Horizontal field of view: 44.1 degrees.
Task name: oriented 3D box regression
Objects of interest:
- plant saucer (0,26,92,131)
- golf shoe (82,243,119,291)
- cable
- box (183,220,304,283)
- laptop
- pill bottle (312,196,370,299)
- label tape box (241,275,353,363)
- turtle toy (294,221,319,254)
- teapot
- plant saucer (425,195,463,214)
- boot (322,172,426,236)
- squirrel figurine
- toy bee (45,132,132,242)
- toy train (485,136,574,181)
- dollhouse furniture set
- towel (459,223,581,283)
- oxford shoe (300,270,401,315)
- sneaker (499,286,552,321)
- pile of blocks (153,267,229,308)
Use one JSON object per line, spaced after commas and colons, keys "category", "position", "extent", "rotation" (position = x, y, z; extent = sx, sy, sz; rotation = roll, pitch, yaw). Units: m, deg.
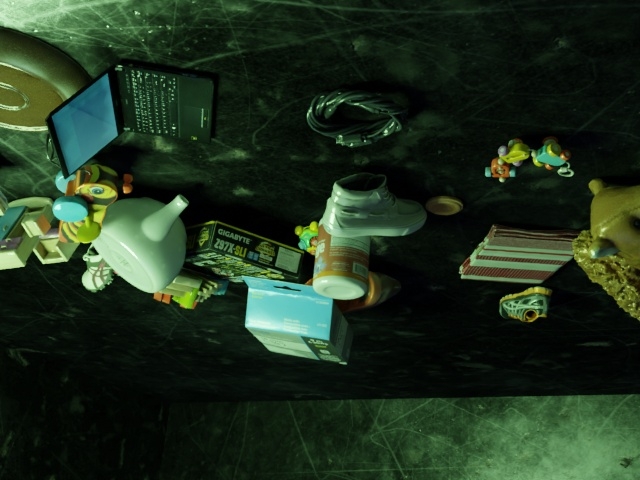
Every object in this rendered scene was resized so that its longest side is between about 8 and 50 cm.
{"category": "plant saucer", "position": [-0.567, -0.276, 1.430], "extent": [0.310, 0.050, 0.311], "rotation": [4, 158, 2]}
{"category": "golf shoe", "position": [-0.609, 0.057, 2.207], "extent": [0.120, 0.105, 0.272], "rotation": [36, 139, -25]}
{"category": "cable", "position": [0.070, -0.227, 1.418], "extent": [0.184, 0.047, 0.150], "rotation": [-7, 150, 33]}
{"category": "box", "position": [-0.237, 0.037, 2.004], "extent": [0.257, 0.079, 0.322], "rotation": [18, 165, -31]}
{"category": "laptop", "position": [-0.336, -0.201, 1.440], "extent": [0.264, 0.137, 0.234], "rotation": [8, 158, -7]}
{"category": "pill bottle", "position": [0.051, 0.013, 1.764], "extent": [0.121, 0.216, 0.121], "rotation": [5, 157, 2]}
{"category": "label tape box", "position": [-0.066, 0.218, 2.108], "extent": [0.240, 0.106, 0.334], "rotation": [7, 157, 18]}
{"category": "turtle toy", "position": [0.000, 0.000, 1.940], "extent": [0.130, 0.066, 0.095], "rotation": [-13, 151, 38]}
{"category": "teapot", "position": [-0.408, -0.012, 1.873], "extent": [0.256, 0.187, 0.253], "rotation": [23, 148, 32]}
{"category": "plant saucer", "position": [0.276, -0.076, 1.764], "extent": [0.083, 0.013, 0.083], "rotation": [5, 157, 2]}
{"category": "boot", "position": [0.131, -0.081, 1.683], "extent": [0.258, 0.095, 0.123], "rotation": [-8, 131, -31]}
{"category": "squirrel figurine", "position": [0.674, 0.029, 1.610], "extent": [0.370, 0.281, 0.397], "rotation": [19, 152, -16]}
{"category": "toy bee", "position": [-0.474, -0.089, 1.647], "extent": [0.162, 0.195, 0.298], "rotation": [2, 165, -12]}
{"category": "toy train", "position": [0.394, -0.158, 1.504], "extent": [0.166, 0.046, 0.125], "rotation": [0, 158, 21]}
{"category": "dollhouse furniture set", "position": [-0.722, -0.113, 1.791], "extent": [0.286, 0.198, 0.303], "rotation": [-7, 131, 19]}
{"category": "towel", "position": [0.497, 0.040, 1.970], "extent": [0.236, 0.037, 0.329], "rotation": [5, 159, -4]}
{"category": "oxford shoe", "position": [0.076, 0.160, 2.242], "extent": [0.132, 0.130, 0.363], "rotation": [2, 172, -38]}
{"category": "sneaker", "position": [0.580, 0.196, 2.262], "extent": [0.084, 0.083, 0.215], "rotation": [10, 158, -16]}
{"category": "pile of blocks", "position": [-0.340, 0.141, 2.142], "extent": [0.148, 0.113, 0.362], "rotation": [23, -176, 18]}
